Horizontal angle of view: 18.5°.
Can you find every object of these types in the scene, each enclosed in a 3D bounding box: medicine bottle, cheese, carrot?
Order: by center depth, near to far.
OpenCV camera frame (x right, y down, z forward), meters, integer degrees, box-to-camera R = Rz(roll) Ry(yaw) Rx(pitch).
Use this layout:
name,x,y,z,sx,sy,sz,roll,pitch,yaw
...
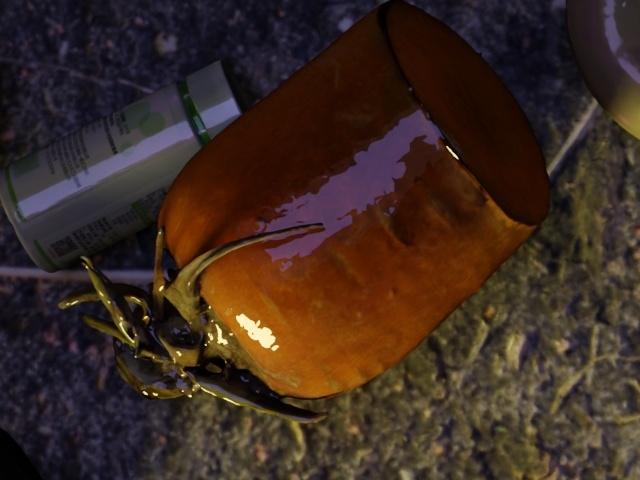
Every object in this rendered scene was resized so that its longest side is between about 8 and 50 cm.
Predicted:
name,x,y,z,sx,sy,sz,roll,pitch,yaw
carrot,0.000,0.000,1.306,0.331,0.214,0.193,-38,104,4
cheese,0.276,-0.101,1.338,0.163,0.082,0.286,-27,73,5
medicine bottle,-0.133,-0.052,1.412,0.183,0.086,0.086,-26,71,4

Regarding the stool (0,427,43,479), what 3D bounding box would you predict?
name,x,y,z,sx,sy,sz,roll,pitch,yaw
stool,-0.284,0.224,1.340,0.232,0.141,0.232,-3,74,13
